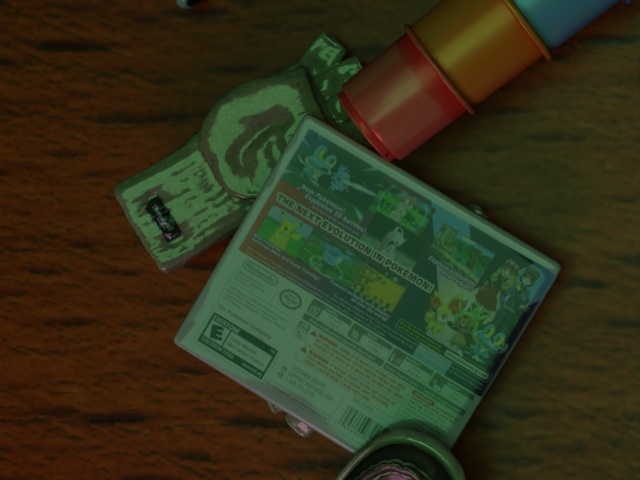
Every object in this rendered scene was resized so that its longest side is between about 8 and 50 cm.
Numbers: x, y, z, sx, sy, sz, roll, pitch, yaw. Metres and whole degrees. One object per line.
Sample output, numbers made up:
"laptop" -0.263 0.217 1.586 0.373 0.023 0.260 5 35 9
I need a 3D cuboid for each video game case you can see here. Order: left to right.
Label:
"video game case" 0.030 0.043 1.178 0.201 0.023 0.183 31 97 6

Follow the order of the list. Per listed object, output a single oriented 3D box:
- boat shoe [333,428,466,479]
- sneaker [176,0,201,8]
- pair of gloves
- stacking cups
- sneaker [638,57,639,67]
"boat shoe" 0.007 0.279 1.162 0.117 0.097 0.324 28 109 13
"sneaker" -0.103 -0.218 1.244 0.069 0.038 0.098 18 87 17
"pair of gloves" 0.000 0.000 1.212 0.204 0.042 0.240 -39 87 7
"stacking cups" 0.153 -0.168 1.133 0.316 0.096 0.096 -38 81 12
"sneaker" 0.376 -0.120 1.069 0.315 0.127 0.182 -32 86 22
